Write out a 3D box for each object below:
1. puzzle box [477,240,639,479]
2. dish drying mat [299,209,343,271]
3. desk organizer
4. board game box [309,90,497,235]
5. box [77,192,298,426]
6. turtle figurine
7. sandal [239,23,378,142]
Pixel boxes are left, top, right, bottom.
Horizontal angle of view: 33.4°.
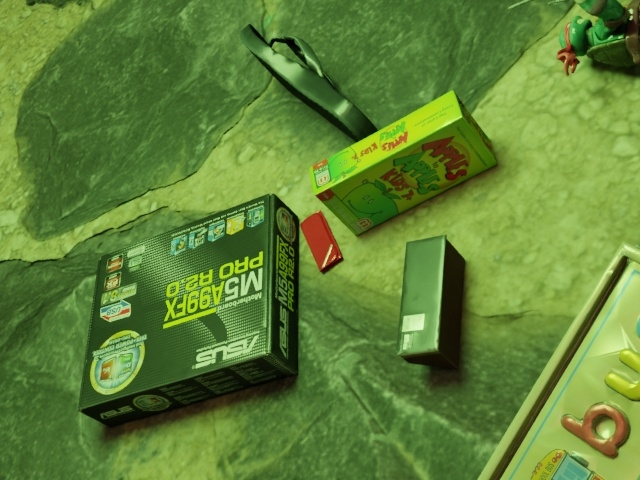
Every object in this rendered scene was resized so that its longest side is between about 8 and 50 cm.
[{"bbox_3d":[0.235,0.234,0.787,0.272,0.052,0.409,33,95,40],"label":"puzzle box"},{"bbox_3d":[0.000,0.000,1.230,0.032,0.008,0.083,-36,46,12],"label":"dish drying mat"},{"bbox_3d":[0.113,0.065,1.072,0.047,0.050,0.130,-12,55,30],"label":"desk organizer"},{"bbox_3d":[0.089,-0.081,1.160,0.181,0.092,0.043,-27,48,19],"label":"board game box"},{"bbox_3d":[-0.153,0.083,1.249,0.270,0.060,0.216,-19,51,26],"label":"box"},{"bbox_3d":[0.324,-0.237,1.085,0.234,0.118,0.175,-4,18,33],"label":"turtle figurine"},{"bbox_3d":[-0.008,-0.200,1.320,0.054,0.097,0.254,-48,55,0],"label":"sandal"}]
